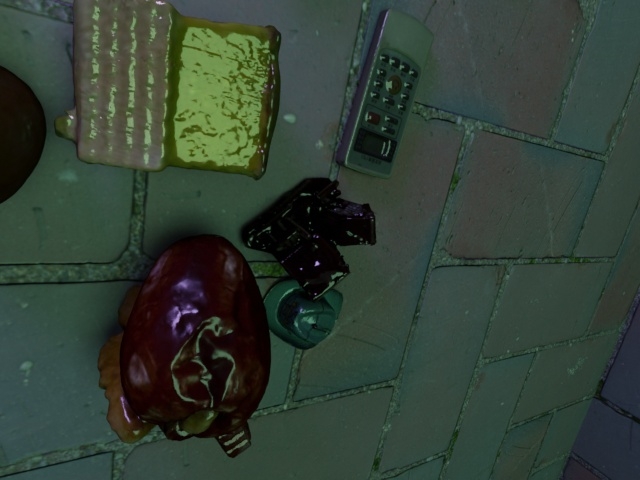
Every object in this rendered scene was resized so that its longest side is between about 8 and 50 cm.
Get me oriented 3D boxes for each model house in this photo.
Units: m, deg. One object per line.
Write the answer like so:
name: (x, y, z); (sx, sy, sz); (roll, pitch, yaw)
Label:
model house: (0.000, -0.010, 0.708); (0.203, 0.164, 0.141); (-46, 132, -11)
model house: (-0.187, -0.181, 0.508); (0.234, 0.175, 0.193); (-4, 111, -35)

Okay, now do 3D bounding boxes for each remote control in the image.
remote control: (0.121, -0.260, 0.761); (0.123, 0.038, 0.285); (12, 102, -35)

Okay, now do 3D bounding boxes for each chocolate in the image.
chocolate: (-0.382, -0.117, 0.434); (0.176, 0.177, 0.177); (-13, 115, -28)

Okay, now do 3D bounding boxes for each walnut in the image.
walnut: (-0.195, 0.141, 0.604); (0.244, 0.269, 0.222); (-14, 147, 13)

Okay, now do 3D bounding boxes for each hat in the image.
hat: (-0.020, 0.152, 0.811); (0.191, 0.078, 0.138); (26, 95, -37)

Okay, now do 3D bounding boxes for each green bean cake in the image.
green bean cake: (-0.175, 0.291, 0.731); (0.056, 0.135, 0.135); (-30, 123, -15)
